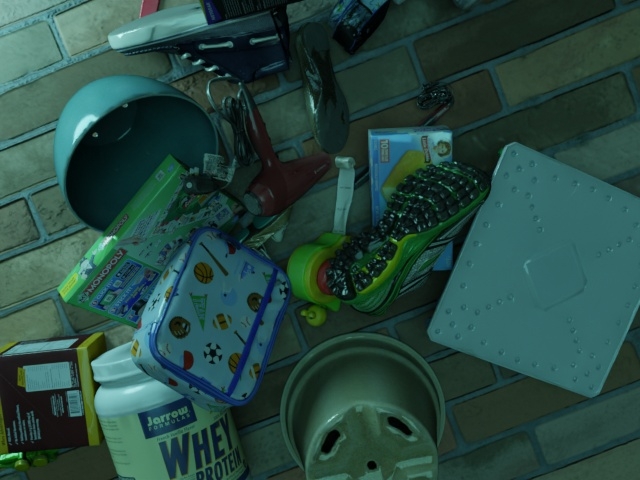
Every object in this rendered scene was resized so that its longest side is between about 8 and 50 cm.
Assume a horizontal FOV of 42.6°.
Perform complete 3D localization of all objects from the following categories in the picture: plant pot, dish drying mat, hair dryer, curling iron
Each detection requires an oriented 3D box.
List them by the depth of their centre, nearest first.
[{"bbox_3d":[-0.093,-0.153,1.479,0.293,0.080,0.224,14,94,-41],"label":"hair dryer"},{"bbox_3d":[-0.357,-0.183,1.482,0.290,0.290,0.195,-46,54,4],"label":"plant pot"},{"bbox_3d":[0.083,0.362,1.497,0.333,0.305,0.334,0,96,0],"label":"plant pot"},{"bbox_3d":[-0.325,-0.447,1.565,0.032,0.008,0.083,11,95,-2],"label":"dish drying mat"},{"bbox_3d":[0.152,-0.197,1.580,0.068,0.035,0.274,45,99,17],"label":"curling iron"}]

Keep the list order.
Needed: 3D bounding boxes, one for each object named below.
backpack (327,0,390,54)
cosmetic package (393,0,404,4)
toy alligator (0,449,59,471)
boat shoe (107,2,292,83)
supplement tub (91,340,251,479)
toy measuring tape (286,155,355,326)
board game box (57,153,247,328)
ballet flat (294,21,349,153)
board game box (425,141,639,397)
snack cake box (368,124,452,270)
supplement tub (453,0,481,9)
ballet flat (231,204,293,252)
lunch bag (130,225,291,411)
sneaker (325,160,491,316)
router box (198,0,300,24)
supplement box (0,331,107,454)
[{"bbox_3d":[0.071,-0.421,1.521,0.084,0.105,0.114,42,83,-1],"label":"backpack"},{"bbox_3d":[0.100,-0.551,1.467,0.085,0.117,0.231,-37,77,-12],"label":"cosmetic package"},{"bbox_3d":[-0.593,0.435,1.633,0.189,0.056,0.051,-15,136,1],"label":"toy alligator"},{"bbox_3d":[-0.213,-0.354,1.520,0.340,0.127,0.158,-10,119,12],"label":"boat shoe"},{"bbox_3d":[-0.280,0.347,1.529,0.235,0.235,0.325,-17,96,2],"label":"supplement tub"},{"bbox_3d":[0.000,0.000,1.553,0.121,0.121,0.330,7,93,-1],"label":"toy measuring tape"},{"bbox_3d":[-0.303,0.013,1.517,0.317,0.213,0.046,-49,54,4],"label":"board game box"},{"bbox_3d":[-0.004,-0.288,1.562,0.084,0.058,0.250,-21,103,-34],"label":"ballet flat"},{"bbox_3d":[0.434,0.062,1.554,0.389,0.050,0.390,21,95,-16],"label":"board game box"},{"bbox_3d":[0.169,-0.078,1.542,0.152,0.089,0.264,-3,105,1],"label":"snack cake box"},{"bbox_3d":[0.247,-0.592,1.460,0.193,0.193,0.316,-33,94,3],"label":"supplement tub"},{"bbox_3d":[-0.116,-0.010,1.588,0.206,0.073,0.067,-40,119,7],"label":"ballet flat"},{"bbox_3d":[-0.178,0.135,1.451,0.243,0.115,0.303,35,54,-20],"label":"lunch bag"},{"bbox_3d":[0.167,-0.005,1.470,0.343,0.134,0.146,-41,139,3],"label":"sneaker"},{"bbox_3d":[-0.114,-0.543,1.443,0.242,0.081,0.309,-14,61,1],"label":"router box"},{"bbox_3d":[-0.514,0.292,1.577,0.194,0.129,0.191,-6,96,0],"label":"supplement box"}]
